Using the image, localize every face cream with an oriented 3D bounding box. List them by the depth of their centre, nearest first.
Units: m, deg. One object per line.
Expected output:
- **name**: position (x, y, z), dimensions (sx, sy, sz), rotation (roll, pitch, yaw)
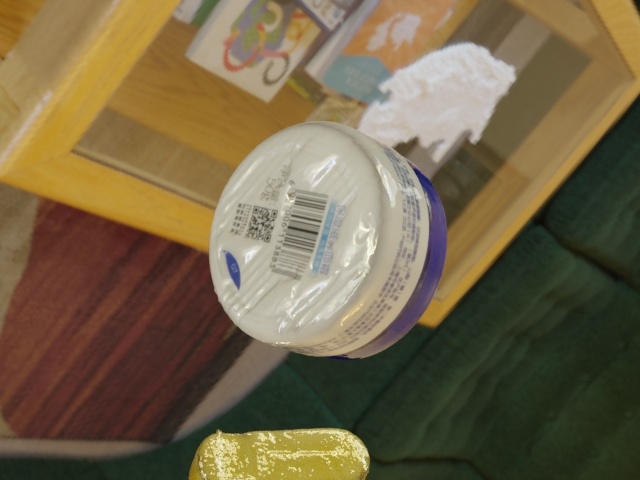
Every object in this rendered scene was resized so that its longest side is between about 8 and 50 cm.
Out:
- **face cream**: position (0.000, 0.000, 0.817), dimensions (0.111, 0.206, 0.206), rotation (19, 112, -49)

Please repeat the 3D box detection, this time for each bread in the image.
- **bread**: position (-0.055, 0.316, 1.236), dimensions (0.246, 0.102, 0.094), rotation (1, 138, -18)
